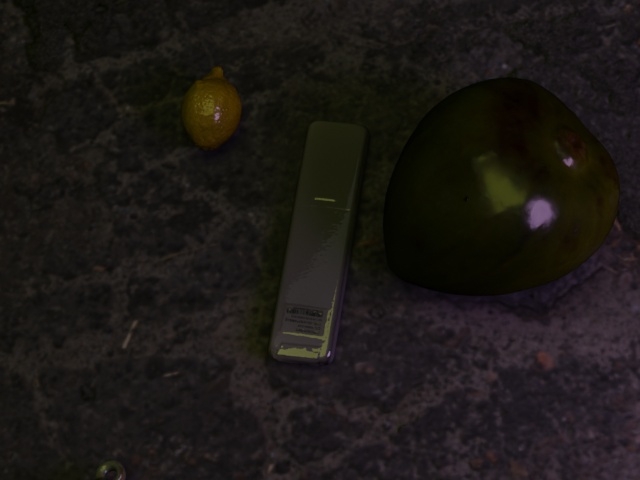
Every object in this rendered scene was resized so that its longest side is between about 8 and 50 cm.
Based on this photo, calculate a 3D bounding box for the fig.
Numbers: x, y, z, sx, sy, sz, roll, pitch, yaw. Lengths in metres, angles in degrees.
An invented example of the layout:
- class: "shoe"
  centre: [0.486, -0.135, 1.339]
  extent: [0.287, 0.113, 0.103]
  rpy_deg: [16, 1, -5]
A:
- class: "fig"
  centre: [0.156, -0.036, 1.125]
  extent: [0.225, 0.203, 0.203]
  rpy_deg: [-41, 65, 37]

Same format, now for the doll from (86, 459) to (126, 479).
- class: "doll"
  centre: [-0.226, 0.342, 1.067]
  extent: [0.141, 0.117, 0.296]
  rpy_deg: [5, 57, 23]

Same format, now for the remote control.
- class: "remote control"
  centre: [0.000, 0.000, 1.199]
  extent: [0.067, 0.029, 0.261]
  rpy_deg: [6, 70, 9]

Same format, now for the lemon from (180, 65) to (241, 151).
- class: "lemon"
  centre: [-0.114, -0.137, 1.237]
  extent: [0.065, 0.065, 0.092]
  rpy_deg: [5, 81, 8]
